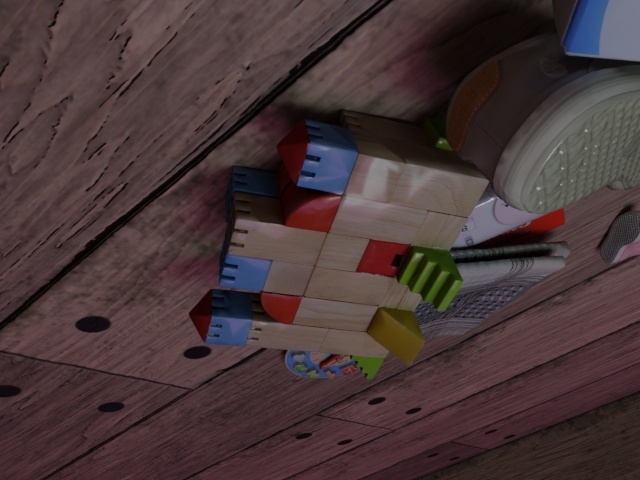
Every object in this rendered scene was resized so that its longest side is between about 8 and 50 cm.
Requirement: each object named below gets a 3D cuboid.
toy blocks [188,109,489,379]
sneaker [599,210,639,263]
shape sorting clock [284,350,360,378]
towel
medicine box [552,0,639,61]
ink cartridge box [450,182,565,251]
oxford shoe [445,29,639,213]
[{"bbox_3d":[0.000,0.000,0.597,0.260,0.191,0.381,9,127,-17],"label":"toy blocks"},{"bbox_3d":[0.531,-0.011,0.869,0.070,0.051,0.134,-14,147,-5],"label":"sneaker"},{"bbox_3d":[0.033,0.213,0.987,0.206,0.040,0.206,-11,144,-8],"label":"shape sorting clock"},{"bbox_3d":[0.216,0.107,0.853,0.324,0.056,0.312,-5,148,-28],"label":"towel"},{"bbox_3d":[0.328,-0.252,0.308,0.289,0.149,0.264,7,144,9],"label":"medicine box"},{"bbox_3d":[0.274,-0.024,0.752,0.189,0.066,0.232,-25,139,14],"label":"ink cartridge box"},{"bbox_3d":[0.291,-0.134,0.533,0.449,0.130,0.169,-14,137,-38],"label":"oxford shoe"}]
